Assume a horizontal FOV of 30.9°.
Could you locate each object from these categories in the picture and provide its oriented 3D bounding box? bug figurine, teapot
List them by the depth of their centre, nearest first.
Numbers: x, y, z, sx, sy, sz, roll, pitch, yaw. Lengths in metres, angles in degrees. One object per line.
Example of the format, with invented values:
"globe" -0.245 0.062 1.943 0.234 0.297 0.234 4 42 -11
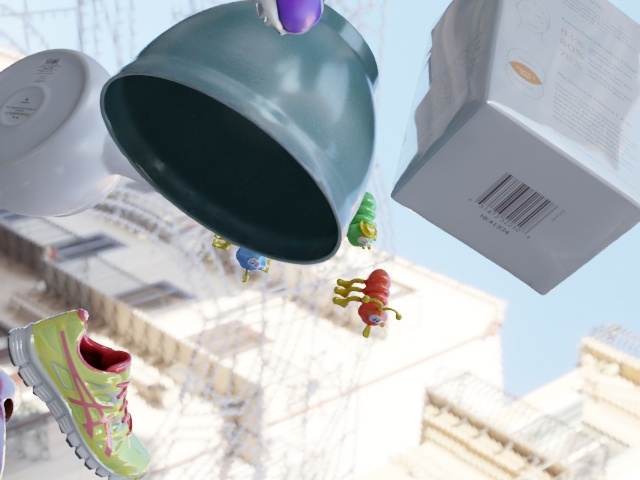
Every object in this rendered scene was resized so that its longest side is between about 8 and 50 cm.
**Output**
"bug figurine" 0.000 0.000 1.540 0.072 0.279 0.216 -37 -143 46
"teapot" -0.357 -0.122 1.574 0.187 0.252 0.256 56 3 -46

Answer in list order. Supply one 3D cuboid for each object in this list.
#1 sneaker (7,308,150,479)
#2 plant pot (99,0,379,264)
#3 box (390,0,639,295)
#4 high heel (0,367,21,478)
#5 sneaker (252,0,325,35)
"sneaker" -0.220 0.156 1.162 0.208 0.094 0.081 59 2 -27
"plant pot" -0.056 -0.141 1.229 0.293 0.196 0.293 28 -24 13
"box" 0.233 -0.148 1.300 0.215 0.345 0.168 32 -47 -14
"high heel" -0.452 0.274 1.559 0.181 0.377 0.127 42 -86 7
"sneaker" 0.022 -0.264 0.720 0.102 0.146 0.293 -92 -176 -57
